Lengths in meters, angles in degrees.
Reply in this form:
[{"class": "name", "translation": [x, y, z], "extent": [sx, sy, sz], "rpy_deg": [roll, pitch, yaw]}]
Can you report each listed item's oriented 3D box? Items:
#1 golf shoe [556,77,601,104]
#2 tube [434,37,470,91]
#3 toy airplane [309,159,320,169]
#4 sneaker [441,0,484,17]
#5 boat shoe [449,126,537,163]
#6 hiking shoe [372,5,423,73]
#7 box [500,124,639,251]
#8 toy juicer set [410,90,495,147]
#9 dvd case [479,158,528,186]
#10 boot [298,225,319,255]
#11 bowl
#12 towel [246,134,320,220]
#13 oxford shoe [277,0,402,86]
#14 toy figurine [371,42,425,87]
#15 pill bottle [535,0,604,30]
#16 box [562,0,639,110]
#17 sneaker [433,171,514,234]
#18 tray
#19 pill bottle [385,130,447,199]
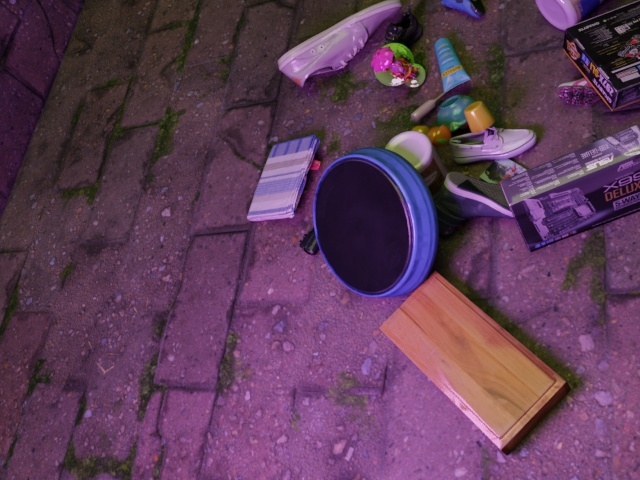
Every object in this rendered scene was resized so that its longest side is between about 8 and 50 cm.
[{"class": "golf shoe", "translation": [0.710, -0.400, 1.709], "extent": [0.186, 0.067, 0.085], "rpy_deg": [1, 59, 19]}, {"class": "tube", "translation": [0.380, -0.516, 1.942], "extent": [0.080, 0.052, 0.207], "rpy_deg": [-28, 45, 23]}, {"class": "toy airplane", "translation": [-0.061, -0.220, 2.056], "extent": [0.151, 0.028, 0.151], "rpy_deg": [-18, 54, 26]}, {"class": "sneaker", "translation": [0.433, -0.747, 2.060], "extent": [0.082, 0.069, 0.209], "rpy_deg": [-54, 54, 36]}, {"class": "boat shoe", "translation": [0.453, -0.261, 1.754], "extent": [0.226, 0.075, 0.083], "rpy_deg": [-14, 43, 23]}, {"class": "hiking shoe", "translation": [0.224, -0.620, 2.064], "extent": [0.086, 0.114, 0.226], "rpy_deg": [28, 80, 37]}, {"class": "box", "translation": [0.589, -0.108, 1.502], "extent": [0.308, 0.242, 0.076], "rpy_deg": [-22, 55, 16]}, {"class": "toy juicer set", "translation": [0.347, -0.330, 1.831], "extent": [0.209, 0.089, 0.329], "rpy_deg": [-32, 23, 12]}, {"class": "dvd case", "translation": [0.489, -0.168, 1.733], "extent": [0.087, 0.013, 0.119], "rpy_deg": [-46, 53, -1]}, {"class": "boot", "translation": [0.000, 0.000, 1.893], "extent": [0.121, 0.045, 0.099], "rpy_deg": [27, 77, 44]}, {"class": "bowl", "translation": [0.123, -0.039, 1.673], "extent": [0.391, 0.077, 0.391], "rpy_deg": [19, 116, 46]}, {"class": "towel", "translation": [-0.115, -0.189, 2.034], "extent": [0.209, 0.034, 0.284], "rpy_deg": [-5, 59, 43]}, {"class": "oxford shoe", "translation": [0.077, -0.644, 2.161], "extent": [0.449, 0.169, 0.130], "rpy_deg": [-31, 95, 2]}, {"class": "toy figurine", "translation": [0.217, -0.513, 1.949], "extent": [0.173, 0.159, 0.130], "rpy_deg": [33, 109, 11]}, {"class": "pill bottle", "translation": [0.736, -0.719, 1.811], "extent": [0.265, 0.153, 0.153], "rpy_deg": [-41, 52, 3]}, {"class": "box", "translation": [0.814, -0.483, 1.644], "extent": [0.322, 0.079, 0.257], "rpy_deg": [-21, 57, 1]}, {"class": "sneaker", "translation": [0.394, -0.072, 1.694], "extent": [0.226, 0.163, 0.086], "rpy_deg": [21, 43, -4]}, {"class": "tray", "translation": [0.344, 0.270, 1.537], "extent": [0.203, 0.076, 0.411], "rpy_deg": [-46, 53, 0]}, {"class": "pill bottle", "translation": [0.261, -0.171, 1.725], "extent": [0.131, 0.229, 0.131], "rpy_deg": [-13, 59, 22]}]
